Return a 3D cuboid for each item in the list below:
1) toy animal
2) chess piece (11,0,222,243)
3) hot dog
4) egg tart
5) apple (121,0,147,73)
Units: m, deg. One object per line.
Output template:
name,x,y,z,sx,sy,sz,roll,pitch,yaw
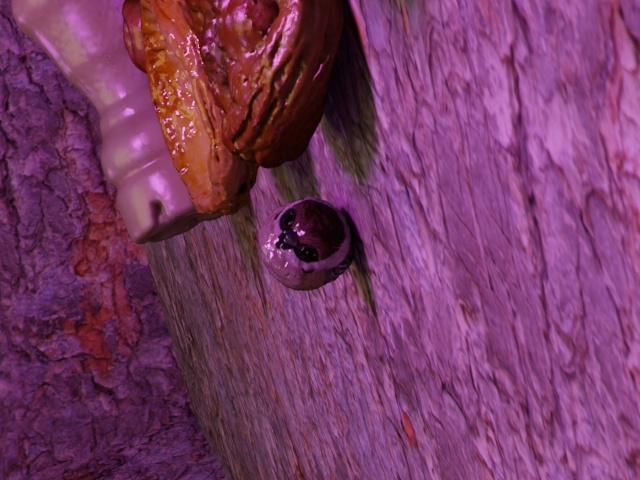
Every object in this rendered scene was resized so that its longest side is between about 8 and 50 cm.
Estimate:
toy animal,0.000,0.000,1.693,0.098,0.137,0.098,5,97,40
chess piece,-0.267,-0.222,2.275,0.234,0.234,0.442,126,120,-77
hot dog,-0.051,-0.175,1.505,0.272,0.122,0.196,113,138,-76
egg tart,-0.114,-0.172,1.823,0.294,0.123,0.294,163,90,-76
apple,-0.201,-0.272,2.129,0.126,0.102,0.126,167,90,-77
